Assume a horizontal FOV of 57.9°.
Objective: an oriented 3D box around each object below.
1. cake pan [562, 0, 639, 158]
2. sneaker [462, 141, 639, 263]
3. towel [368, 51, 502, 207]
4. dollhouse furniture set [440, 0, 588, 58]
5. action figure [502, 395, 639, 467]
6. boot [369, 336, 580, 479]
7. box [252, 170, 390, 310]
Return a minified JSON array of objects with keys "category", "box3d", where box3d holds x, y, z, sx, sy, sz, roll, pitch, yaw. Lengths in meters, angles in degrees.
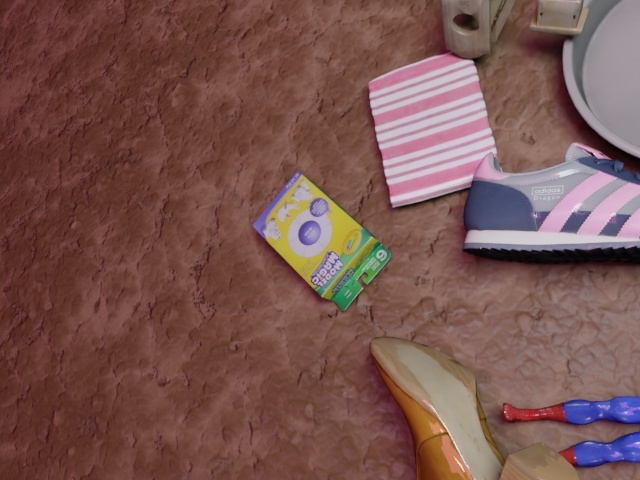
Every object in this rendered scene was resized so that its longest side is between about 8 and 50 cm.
[{"category":"cake pan","box3d":[0.419,-0.204,0.620,0.293,0.054,0.293,-7,72,24]},{"category":"sneaker","box3d":[0.307,-0.045,0.596,0.319,0.112,0.131,0,79,25]},{"category":"towel","box3d":[0.145,-0.147,0.754,0.144,0.029,0.197,-15,70,19]},{"category":"dollhouse furniture set","box3d":[0.255,-0.321,0.708,0.161,0.101,0.182,16,68,24]},{"category":"action figure","box3d":[0.313,0.170,0.522,0.280,0.139,0.091,-14,71,19]},{"category":"boot","box3d":[0.122,0.252,0.608,0.295,0.104,0.211,38,121,54]},{"category":"box","box3d":[0.000,0.000,0.773,0.179,0.043,0.105,43,96,27]}]
